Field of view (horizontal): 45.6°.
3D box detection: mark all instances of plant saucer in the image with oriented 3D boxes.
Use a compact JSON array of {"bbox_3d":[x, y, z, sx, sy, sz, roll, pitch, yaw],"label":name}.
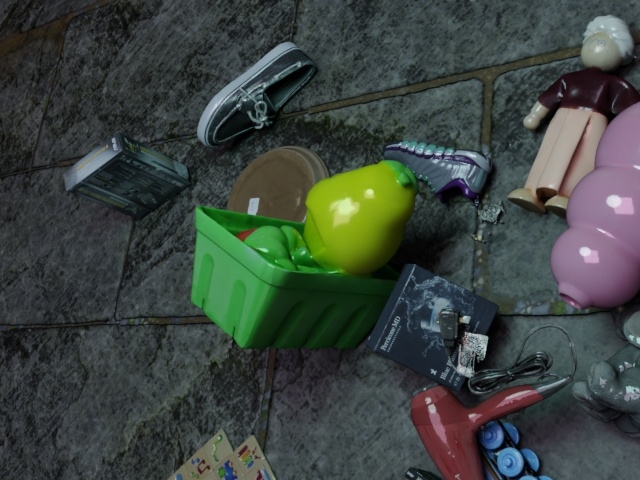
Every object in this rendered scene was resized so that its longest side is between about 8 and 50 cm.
[{"bbox_3d":[-0.099,-0.079,1.624,0.277,0.041,0.278,-14,65,31],"label":"plant saucer"}]

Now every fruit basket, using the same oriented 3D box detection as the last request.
[{"bbox_3d":[0.000,0.000,1.307,0.283,0.392,0.392,34,93,40],"label":"fruit basket"}]

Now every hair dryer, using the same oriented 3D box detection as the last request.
[{"bbox_3d":[0.234,0.250,1.111,0.223,0.080,0.294,11,90,39],"label":"hair dryer"}]

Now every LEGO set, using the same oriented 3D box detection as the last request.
[{"bbox_3d":[0.294,-0.036,1.334,0.054,0.023,0.083,9,77,37],"label":"LEGO set"}]

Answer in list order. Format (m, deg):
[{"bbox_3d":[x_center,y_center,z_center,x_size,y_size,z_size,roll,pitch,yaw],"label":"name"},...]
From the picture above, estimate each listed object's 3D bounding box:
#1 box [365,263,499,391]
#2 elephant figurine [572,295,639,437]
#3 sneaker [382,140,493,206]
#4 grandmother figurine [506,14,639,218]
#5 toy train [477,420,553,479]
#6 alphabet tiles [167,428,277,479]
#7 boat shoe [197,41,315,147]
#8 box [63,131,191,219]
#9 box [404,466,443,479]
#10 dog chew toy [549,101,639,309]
[{"bbox_3d":[0.181,0.140,1.247,0.158,0.093,0.156,26,87,-3],"label":"box"},{"bbox_3d":[0.468,0.146,1.063,0.186,0.169,0.239,31,73,11],"label":"elephant figurine"},{"bbox_3d":[0.201,-0.123,1.402,0.223,0.083,0.098,12,84,37],"label":"sneaker"},{"bbox_3d":[0.436,-0.209,1.258,0.207,0.104,0.343,17,84,30],"label":"grandmother figurine"},{"bbox_3d":[0.276,0.355,1.153,0.105,0.080,0.184,-48,51,20],"label":"toy train"},{"bbox_3d":[-0.210,0.548,1.462,0.342,0.011,0.285,-44,53,12],"label":"alphabet tiles"},{"bbox_3d":[-0.139,-0.306,1.702,0.306,0.113,0.105,-40,58,-3],"label":"boat shoe"},{"bbox_3d":[-0.445,-0.144,1.774,0.183,0.231,0.056,-30,60,23],"label":"box"},{"bbox_3d":[0.179,0.387,1.202,0.067,0.083,0.018,29,88,39],"label":"box"},{"bbox_3d":[0.451,-0.043,1.086,0.206,0.206,0.332,32,80,40],"label":"dog chew toy"}]
